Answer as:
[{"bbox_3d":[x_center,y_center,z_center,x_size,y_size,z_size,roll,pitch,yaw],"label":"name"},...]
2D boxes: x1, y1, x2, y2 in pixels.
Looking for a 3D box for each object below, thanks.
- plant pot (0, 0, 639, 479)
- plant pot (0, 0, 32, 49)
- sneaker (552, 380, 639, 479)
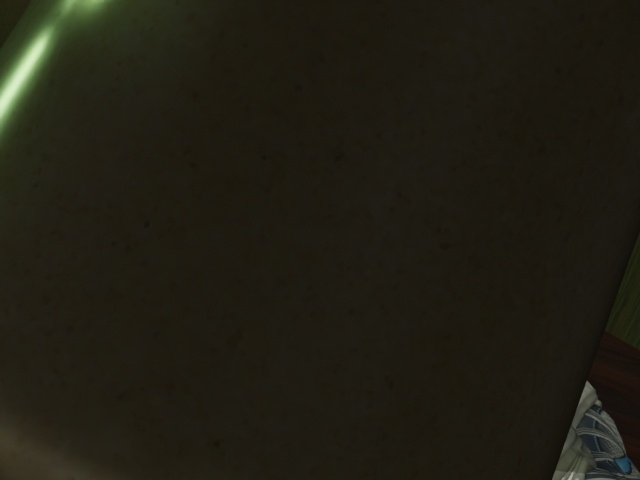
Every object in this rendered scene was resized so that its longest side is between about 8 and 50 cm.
[{"bbox_3d":[-0.011,-0.009,0.583,0.334,0.305,0.334,26,6,-3],"label":"plant pot"},{"bbox_3d":[-0.162,-0.135,0.957,0.191,0.284,0.284,19,6,1],"label":"plant pot"},{"bbox_3d":[0.148,0.164,0.892,0.122,0.110,0.283,45,12,8],"label":"sneaker"}]
